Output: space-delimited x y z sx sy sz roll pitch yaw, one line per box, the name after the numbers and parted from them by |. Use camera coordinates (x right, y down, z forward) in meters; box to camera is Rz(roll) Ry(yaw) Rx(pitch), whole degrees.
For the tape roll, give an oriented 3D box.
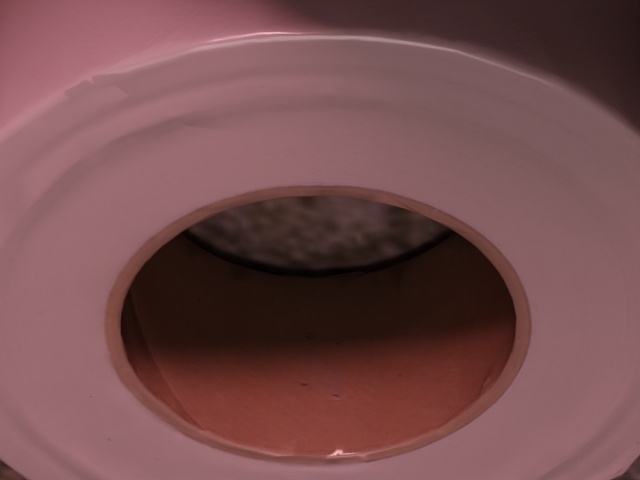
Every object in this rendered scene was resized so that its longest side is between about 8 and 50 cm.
0.000 0.000 0.710 0.286 0.100 0.286 0 136 0 | tape roll
